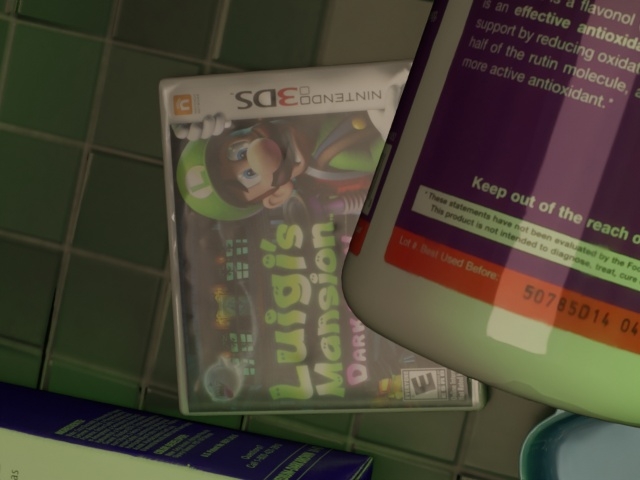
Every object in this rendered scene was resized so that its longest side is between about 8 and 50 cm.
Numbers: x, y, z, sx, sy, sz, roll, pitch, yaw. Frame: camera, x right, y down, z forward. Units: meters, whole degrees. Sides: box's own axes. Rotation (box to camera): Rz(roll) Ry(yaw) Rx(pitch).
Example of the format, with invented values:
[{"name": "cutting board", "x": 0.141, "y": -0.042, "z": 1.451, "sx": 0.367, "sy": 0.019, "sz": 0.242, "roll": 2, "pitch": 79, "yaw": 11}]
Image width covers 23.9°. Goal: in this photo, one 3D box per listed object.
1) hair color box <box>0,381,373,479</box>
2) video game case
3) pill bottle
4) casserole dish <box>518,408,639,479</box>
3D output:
[{"name": "hair color box", "x": -0.154, "y": 0.184, "z": 0.836, "sx": 0.339, "sy": 0.110, "sz": 0.185, "roll": 10, "pitch": 97, "yaw": 12}, {"name": "video game case", "x": 0.000, "y": 0.000, "z": 0.826, "sx": 0.173, "sy": 0.022, "sz": 0.190, "roll": -3, "pitch": 93, "yaw": 15}, {"name": "pill bottle", "x": 0.140, "y": -0.088, "z": 0.696, "sx": 0.181, "sy": 0.181, "sz": 0.323, "roll": 20, "pitch": 94, "yaw": 12}, {"name": "casserole dish", "x": 0.175, "y": 0.158, "z": 0.785, "sx": 0.114, "sy": 0.037, "sz": 0.188, "roll": -20, "pitch": 89, "yaw": 15}]
